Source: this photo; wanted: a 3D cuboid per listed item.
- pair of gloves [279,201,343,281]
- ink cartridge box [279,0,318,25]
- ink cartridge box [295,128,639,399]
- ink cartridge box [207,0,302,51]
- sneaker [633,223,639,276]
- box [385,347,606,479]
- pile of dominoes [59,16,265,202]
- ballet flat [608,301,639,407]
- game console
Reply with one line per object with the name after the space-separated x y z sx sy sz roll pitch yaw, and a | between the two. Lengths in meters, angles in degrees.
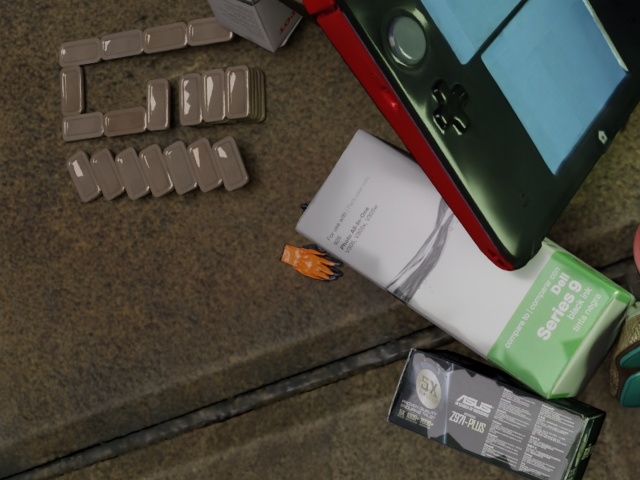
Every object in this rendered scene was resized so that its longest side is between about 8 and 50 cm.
0.000 0.000 1.480 0.074 0.010 0.083 24 92 19 | pair of gloves
0.053 -0.241 1.366 0.193 0.234 0.088 27 94 18 | ink cartridge box
0.146 0.024 1.322 0.289 0.211 0.121 34 96 18 | ink cartridge box
-0.061 -0.314 1.411 0.086 0.203 0.148 28 75 20 | ink cartridge box
0.417 0.078 1.250 0.314 0.116 0.136 55 139 15 | sneaker
0.174 0.171 1.334 0.180 0.147 0.078 21 92 20 | box
-0.181 -0.142 1.552 0.251 0.040 0.196 -5 84 26 | pile of dominoes
0.300 0.095 1.278 0.073 0.206 0.067 -5 65 -3 | ballet flat
0.166 -0.212 1.223 0.060 0.386 0.342 -21 112 50 | game console
